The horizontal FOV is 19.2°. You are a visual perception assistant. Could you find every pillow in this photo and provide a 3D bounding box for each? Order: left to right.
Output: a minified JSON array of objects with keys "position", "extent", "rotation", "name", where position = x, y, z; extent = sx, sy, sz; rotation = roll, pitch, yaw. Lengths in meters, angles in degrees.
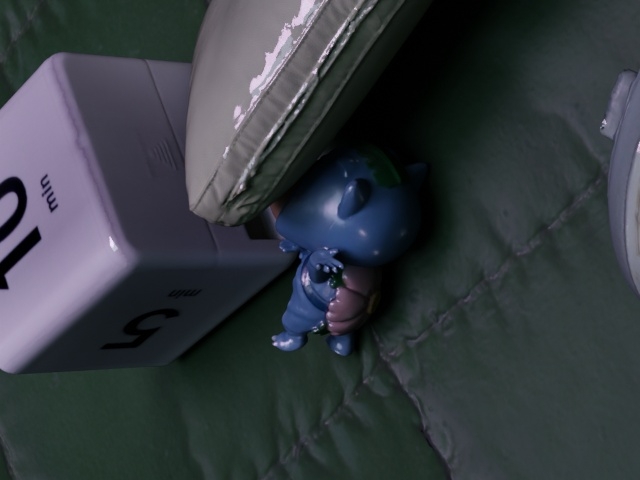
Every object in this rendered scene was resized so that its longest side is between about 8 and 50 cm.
[{"position":[0.002,-0.184,1.372],"extent":[0.322,0.119,0.255],"rotation":[-56,20,25],"name":"pillow"}]

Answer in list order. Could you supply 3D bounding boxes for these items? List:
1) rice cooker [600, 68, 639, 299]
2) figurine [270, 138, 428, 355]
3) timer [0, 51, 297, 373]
[{"position":[0.317,-0.018,0.994],"extent":[0.316,0.264,0.317],"rotation":[-4,84,46],"name":"rice cooker"},{"position":[0.001,-0.002,1.439],"extent":[0.144,0.114,0.178],"rotation":[39,126,40],"name":"figurine"},{"position":[-0.167,-0.019,1.540],"extent":[0.195,0.194,0.192],"rotation":[-39,63,38],"name":"timer"}]
